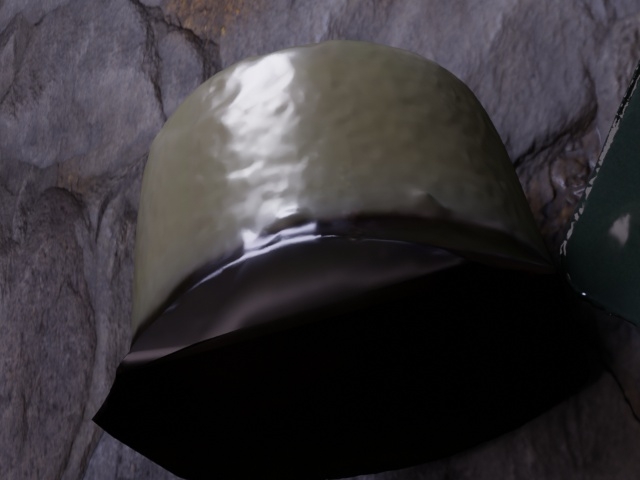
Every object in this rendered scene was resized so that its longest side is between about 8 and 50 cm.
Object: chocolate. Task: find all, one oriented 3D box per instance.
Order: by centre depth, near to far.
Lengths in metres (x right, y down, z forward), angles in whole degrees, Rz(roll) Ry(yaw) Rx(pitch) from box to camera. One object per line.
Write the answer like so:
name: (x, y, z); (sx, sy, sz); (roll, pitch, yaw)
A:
chocolate: (0.000, 0.000, 0.889); (0.314, 0.326, 0.297); (-20, 63, 12)

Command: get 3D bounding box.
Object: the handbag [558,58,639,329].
handbag: (0.283, -0.044, 0.734); (0.247, 0.079, 0.260); (32, 105, 52)
